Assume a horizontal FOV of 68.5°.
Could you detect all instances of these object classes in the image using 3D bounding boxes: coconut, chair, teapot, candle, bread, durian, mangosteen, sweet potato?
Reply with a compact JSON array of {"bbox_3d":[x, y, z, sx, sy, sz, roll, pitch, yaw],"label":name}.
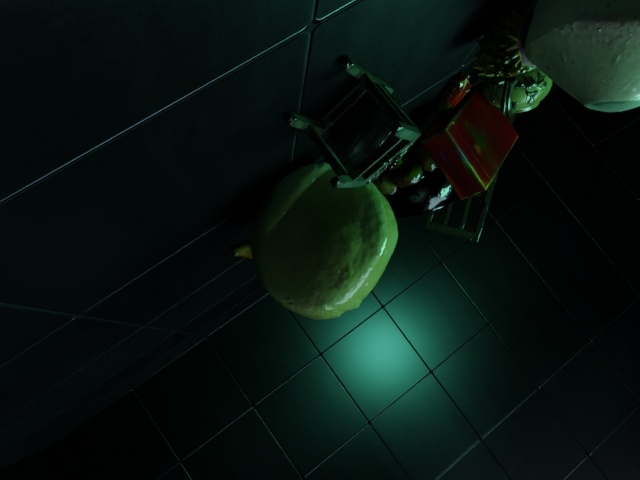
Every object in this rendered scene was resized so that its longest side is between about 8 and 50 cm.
[{"bbox_3d":[0.490,-0.360,0.732,0.297,0.297,0.309,-19,123,-69],"label":"coconut"},{"bbox_3d":[0.484,-0.212,1.578,0.240,0.203,0.416,2,104,-81],"label":"chair"},{"bbox_3d":[0.510,-0.435,1.227,0.173,0.182,0.269,9,-136,30],"label":"teapot"},{"bbox_3d":[0.342,-0.377,1.194,0.052,0.052,0.130,-34,172,-23],"label":"candle"},{"bbox_3d":[0.003,0.001,0.992,0.320,0.320,0.237,-37,166,7],"label":"bread"},{"bbox_3d":[0.408,-0.419,0.927,0.260,0.153,0.186,-36,-164,-28],"label":"durian"},{"bbox_3d":[0.270,-0.188,1.372,0.288,0.233,0.287,-11,-171,2],"label":"mangosteen"},{"bbox_3d":[-0.178,0.026,1.333,0.057,0.057,0.264,-39,171,22],"label":"sweet potato"},{"bbox_3d":[0.078,-0.182,0.784,0.136,0.147,0.270,-40,171,22],"label":"chair"}]

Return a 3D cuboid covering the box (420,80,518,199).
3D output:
[{"bbox_3d":[0.417,-0.279,1.289,0.089,0.197,0.313,-23,-160,48],"label":"box"}]
